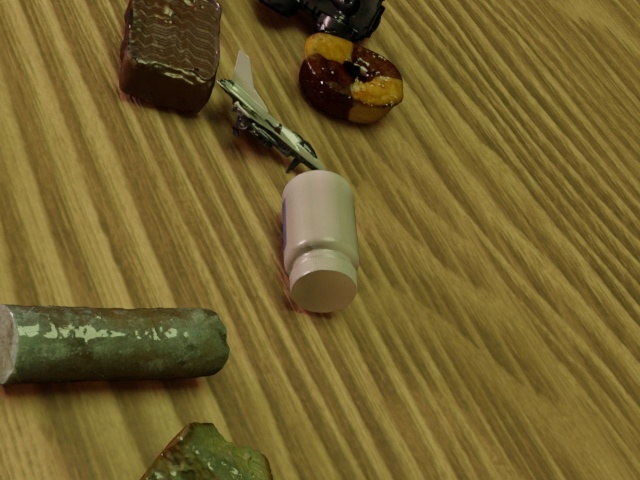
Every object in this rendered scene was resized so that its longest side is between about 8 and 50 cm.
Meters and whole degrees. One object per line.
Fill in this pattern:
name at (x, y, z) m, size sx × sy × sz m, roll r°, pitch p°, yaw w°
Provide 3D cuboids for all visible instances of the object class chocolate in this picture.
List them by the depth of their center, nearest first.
chocolate at (-0.232, -0.297, 1.563) m, size 0.148 × 0.093 × 0.214 m, roll 16°, pitch 45°, yaw -19°

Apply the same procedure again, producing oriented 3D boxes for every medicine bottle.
medicine bottle at (0.000, 0.000, 1.403) m, size 0.103 × 0.103 × 0.186 m, roll 14°, pitch 45°, yaw -19°

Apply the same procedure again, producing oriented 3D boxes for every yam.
yam at (-0.236, 0.117, 1.162) m, size 0.259 × 0.093 × 0.093 m, roll 3°, pitch 49°, yaw -29°

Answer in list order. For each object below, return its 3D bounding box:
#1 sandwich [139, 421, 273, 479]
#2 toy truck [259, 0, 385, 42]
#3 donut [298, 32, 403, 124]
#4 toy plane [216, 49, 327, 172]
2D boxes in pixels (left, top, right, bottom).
sandwich at (-0.128, 0.263, 1.059) m, size 0.122 × 0.128 × 0.235 m, roll 39°, pitch 42°, yaw -3°
toy truck at (0.004, -0.437, 1.814) m, size 0.224 × 0.147 × 0.165 m, roll 28°, pitch 7°, yaw 0°
donut at (0.046, -0.264, 1.708) m, size 0.184 × 0.073 × 0.166 m, roll 9°, pitch 45°, yaw -24°
toy plane at (-0.082, -0.168, 1.542) m, size 0.234 × 0.082 × 0.160 m, roll 55°, pitch 10°, yaw -3°
